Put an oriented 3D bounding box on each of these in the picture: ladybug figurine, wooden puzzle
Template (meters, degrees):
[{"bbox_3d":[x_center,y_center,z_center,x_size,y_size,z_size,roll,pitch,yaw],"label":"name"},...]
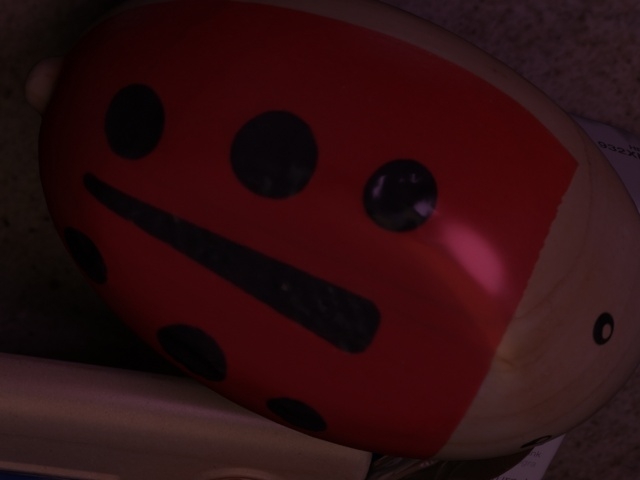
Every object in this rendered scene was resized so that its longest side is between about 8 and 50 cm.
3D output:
[{"bbox_3d":[0.000,0.000,1.184,0.449,0.162,0.305,24,119,5],"label":"ladybug figurine"},{"bbox_3d":[-0.151,0.252,1.372,0.322,0.080,0.348,9,126,-10],"label":"wooden puzzle"}]

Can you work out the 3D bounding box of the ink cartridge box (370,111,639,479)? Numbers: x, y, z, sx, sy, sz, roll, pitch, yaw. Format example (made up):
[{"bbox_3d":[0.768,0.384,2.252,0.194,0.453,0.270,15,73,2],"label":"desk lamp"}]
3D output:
[{"bbox_3d":[0.099,0.049,1.378,0.223,0.129,0.307,15,119,-14],"label":"ink cartridge box"}]

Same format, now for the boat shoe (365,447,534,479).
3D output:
[{"bbox_3d":[0.094,0.157,1.342,0.135,0.045,0.050,-21,122,-3],"label":"boat shoe"}]
